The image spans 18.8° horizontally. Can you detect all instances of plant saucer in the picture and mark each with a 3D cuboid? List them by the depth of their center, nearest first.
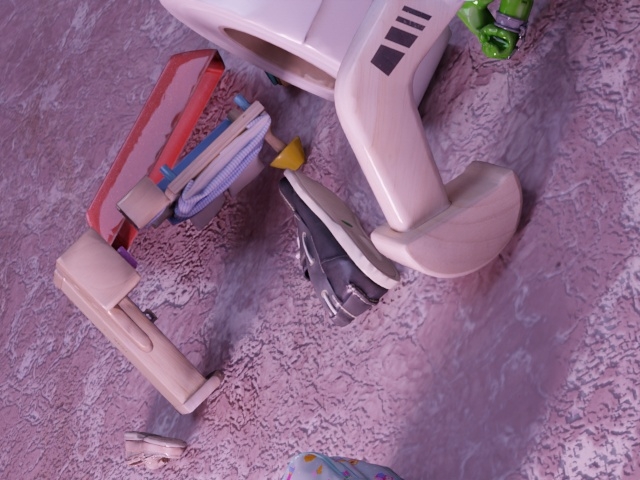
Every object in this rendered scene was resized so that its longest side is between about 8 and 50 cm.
[{"bbox_3d":[-0.194,-0.106,2.230,0.259,0.047,0.258,-62,1,0],"label":"plant saucer"}]

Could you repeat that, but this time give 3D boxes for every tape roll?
[{"bbox_3d":[-0.015,-0.223,1.937,0.286,0.286,0.100,20,83,60],"label":"tape roll"}]

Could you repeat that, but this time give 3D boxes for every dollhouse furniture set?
[{"bbox_3d":[-0.095,-0.001,1.973,0.303,0.198,0.286,-45,2,-10],"label":"dollhouse furniture set"}]

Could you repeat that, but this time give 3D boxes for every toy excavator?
[{"bbox_3d":[0.079,-0.249,1.707,0.445,0.433,0.222,-55,24,-4],"label":"toy excavator"}]

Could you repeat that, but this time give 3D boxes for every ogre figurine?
[{"bbox_3d":[0.172,-0.277,1.887,0.118,0.096,0.197,-54,18,36],"label":"ogre figurine"}]

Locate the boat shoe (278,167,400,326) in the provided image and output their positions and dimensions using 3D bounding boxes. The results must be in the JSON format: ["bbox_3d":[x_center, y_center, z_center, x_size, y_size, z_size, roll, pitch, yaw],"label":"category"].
[{"bbox_3d":[0.000,0.000,1.932,0.079,0.084,0.233,-53,34,14],"label":"boat shoe"}]

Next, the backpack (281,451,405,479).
[{"bbox_3d":[0.036,0.250,1.647,0.152,0.115,0.182,-62,27,4],"label":"backpack"}]

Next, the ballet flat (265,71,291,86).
[{"bbox_3d":[-0.061,-0.241,2.251,0.073,0.080,0.232,-33,34,-5],"label":"ballet flat"}]

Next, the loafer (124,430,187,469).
[{"bbox_3d":[-0.176,0.228,2.064,0.125,0.045,0.039,0,83,64],"label":"loafer"}]
